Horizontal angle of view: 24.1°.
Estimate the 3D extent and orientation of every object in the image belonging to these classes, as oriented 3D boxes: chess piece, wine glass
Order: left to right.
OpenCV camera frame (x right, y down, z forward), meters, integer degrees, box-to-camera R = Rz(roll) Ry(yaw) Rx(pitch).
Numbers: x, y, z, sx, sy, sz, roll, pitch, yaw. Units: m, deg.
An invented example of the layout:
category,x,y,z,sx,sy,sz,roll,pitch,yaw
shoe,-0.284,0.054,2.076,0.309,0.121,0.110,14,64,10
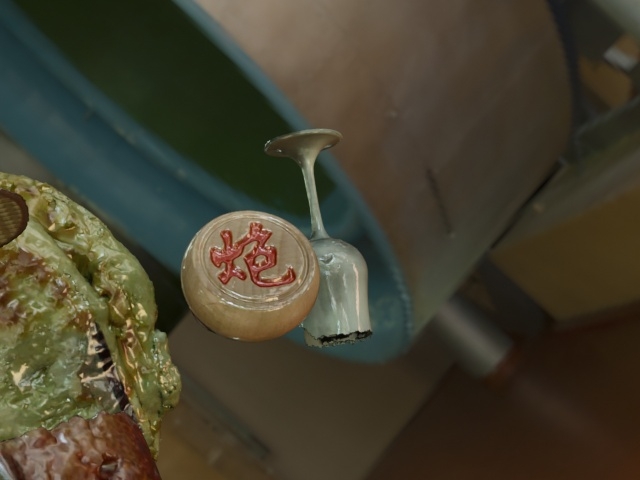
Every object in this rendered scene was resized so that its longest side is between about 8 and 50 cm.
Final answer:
category,x,y,z,sx,sy,sz,roll,pitch,yaw
chess piece,-0.042,0.021,0.898,0.083,0.084,0.038,-53,-16,-36
wine glass,0.000,0.000,1.396,0.079,0.195,0.079,-9,-12,-2

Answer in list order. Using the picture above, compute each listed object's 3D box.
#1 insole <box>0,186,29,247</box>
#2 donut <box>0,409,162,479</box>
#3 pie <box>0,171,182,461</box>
category,x,y,z,sx,sy,sz,roll,pitch,yaw
insole,-0.265,0.008,0.719,0.086,0.253,0.005,87,173,-59
donut,-0.114,0.168,0.667,0.085,0.141,0.217,-18,-19,-31
pie,-0.190,0.078,0.913,0.201,0.248,0.090,-27,8,13
